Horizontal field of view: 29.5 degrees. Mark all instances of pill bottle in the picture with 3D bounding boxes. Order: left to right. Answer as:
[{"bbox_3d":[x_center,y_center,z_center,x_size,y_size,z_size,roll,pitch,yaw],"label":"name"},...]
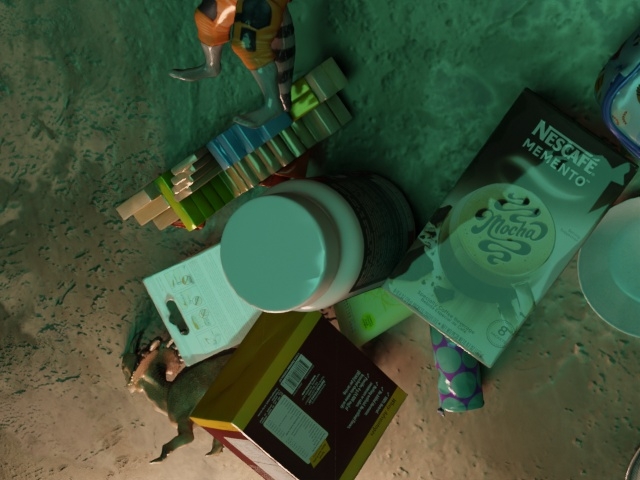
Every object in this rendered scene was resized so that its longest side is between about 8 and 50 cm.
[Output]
[{"bbox_3d":[0.000,0.000,1.509,0.161,0.283,0.161,3,96,23],"label":"pill bottle"}]

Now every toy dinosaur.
[{"bbox_3d":[-0.159,0.205,1.751,0.295,0.127,0.200,-14,77,8],"label":"toy dinosaur"}]

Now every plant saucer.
[{"bbox_3d":[0.424,0.030,1.536,0.194,0.037,0.195,6,112,16],"label":"plant saucer"}]

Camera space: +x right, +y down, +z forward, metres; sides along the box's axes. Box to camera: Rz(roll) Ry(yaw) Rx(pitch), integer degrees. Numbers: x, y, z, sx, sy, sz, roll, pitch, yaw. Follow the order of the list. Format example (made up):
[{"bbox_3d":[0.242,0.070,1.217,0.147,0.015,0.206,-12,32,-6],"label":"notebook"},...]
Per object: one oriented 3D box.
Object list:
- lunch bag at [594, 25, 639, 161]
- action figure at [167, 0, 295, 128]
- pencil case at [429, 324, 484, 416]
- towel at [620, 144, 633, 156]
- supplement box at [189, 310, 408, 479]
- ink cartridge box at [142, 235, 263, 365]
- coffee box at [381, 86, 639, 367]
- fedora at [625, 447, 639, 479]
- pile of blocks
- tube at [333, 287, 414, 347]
[{"bbox_3d":[0.482,-0.189,1.370,0.243,0.115,0.303,41,110,-10],"label":"lunch bag"},{"bbox_3d":[-0.082,-0.333,1.448,0.178,0.341,0.330,10,109,-23],"label":"action figure"},{"bbox_3d":[0.180,0.158,1.648,0.070,0.064,0.152,13,118,52],"label":"pencil case"},{"bbox_3d":[0.435,-0.151,1.466,0.148,0.027,0.110,-2,108,12],"label":"towel"},{"bbox_3d":[-0.027,0.219,1.623,0.194,0.191,0.129,44,156,-21],"label":"supplement box"},{"bbox_3d":[-0.135,0.075,1.700,0.179,0.045,0.145,-25,102,6],"label":"ink cartridge box"},{"bbox_3d":[0.232,-0.017,1.485,0.168,0.119,0.297,36,100,9],"label":"coffee box"},{"bbox_3d":[0.528,0.342,1.574,0.244,0.124,0.275,45,116,-2],"label":"fedora"},{"bbox_3d":[-0.101,-0.093,1.595,0.362,0.149,0.113,-32,98,25],"label":"pile of blocks"},{"bbox_3d":[0.118,0.065,1.633,0.240,0.070,0.062,-29,110,26],"label":"tube"}]
